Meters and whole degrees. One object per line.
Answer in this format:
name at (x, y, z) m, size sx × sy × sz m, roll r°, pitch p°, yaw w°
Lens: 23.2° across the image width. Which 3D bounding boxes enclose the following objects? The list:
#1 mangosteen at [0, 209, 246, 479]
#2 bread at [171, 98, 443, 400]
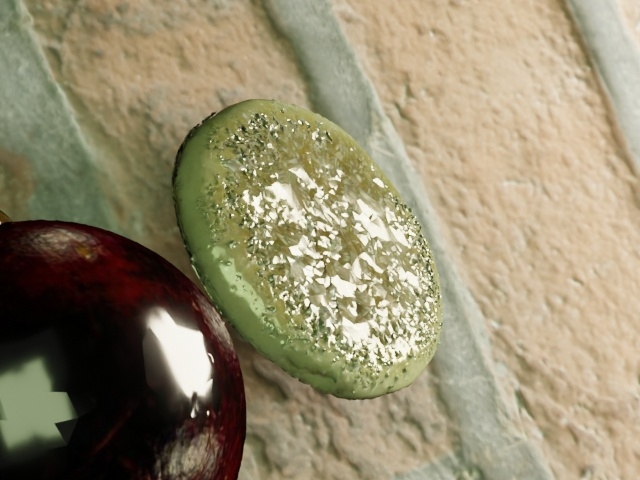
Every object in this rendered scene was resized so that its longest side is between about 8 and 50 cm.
mangosteen at (-0.217, 0.109, 1.096) m, size 0.307 × 0.307 × 0.347 m, roll -34°, pitch 60°, yaw -16°
bread at (0.000, 0.000, 1.202) m, size 0.267 × 0.040 × 0.267 m, roll 29°, pitch 43°, yaw -31°
